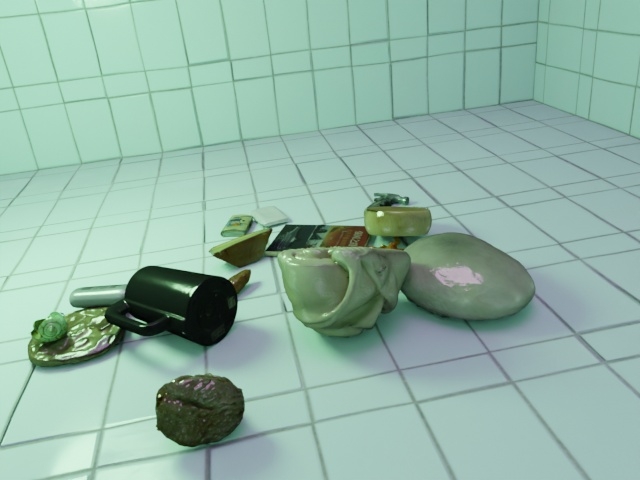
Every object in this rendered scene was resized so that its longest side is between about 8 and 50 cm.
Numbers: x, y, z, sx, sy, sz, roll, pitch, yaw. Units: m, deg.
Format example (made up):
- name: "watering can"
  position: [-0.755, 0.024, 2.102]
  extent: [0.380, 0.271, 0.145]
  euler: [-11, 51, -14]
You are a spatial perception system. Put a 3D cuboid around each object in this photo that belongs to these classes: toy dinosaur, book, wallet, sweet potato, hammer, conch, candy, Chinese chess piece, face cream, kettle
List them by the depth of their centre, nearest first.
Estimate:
- name: "conch"
  position: [-0.810, 0.255, 1.729]
  extent: [0.105, 0.079, 0.170]
  euler: [-14, 9, -20]
- name: "kettle"
  position: [-0.442, 0.206, 1.733]
  extent: [0.308, 0.203, 0.262]
  euler: [9, 54, 34]
- name: "candy"
  position: [0.440, 0.098, 1.763]
  extent: [0.386, 0.186, 0.427]
  euler: [-18, 32, -33]
- name: "face cream"
  position: [-0.666, 0.181, 1.924]
  extent: [0.291, 0.071, 0.144]
  euler: [-4, 3, 0]
- name: "sweet potato"
  position: [-0.297, 0.157, 1.938]
  extent: [0.068, 0.060, 0.206]
  euler: [-35, 2, 43]
- name: "toy dinosaur"
  position: [0.244, 0.040, 2.059]
  extent: [0.212, 0.057, 0.142]
  euler: [2, 28, 16]
- name: "Chinese chess piece"
  position: [0.288, -0.072, 2.165]
  extent: [0.250, 0.097, 0.251]
  euler: [-1, 7, 0]
- name: "book"
  position: [0.000, 0.000, 2.235]
  extent: [0.373, 0.028, 0.262]
  euler: [1, 25, 16]
- name: "wallet"
  position: [-0.346, -0.065, 2.431]
  extent: [0.110, 0.039, 0.155]
  euler: [-3, 26, 10]
- name: "hammer"
  position: [0.258, -0.150, 2.474]
  extent: [0.158, 0.041, 0.226]
  euler: [13, 31, 35]
- name: "wallet"
  position: [-0.222, -0.103, 2.496]
  extent: [0.124, 0.032, 0.183]
  euler: [-17, 25, -21]

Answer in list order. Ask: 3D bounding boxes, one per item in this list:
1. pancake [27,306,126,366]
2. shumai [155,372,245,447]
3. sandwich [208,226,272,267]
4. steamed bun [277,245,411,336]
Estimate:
- name: "pancake"
  position: [-0.730, 0.287, 1.766]
  extent: [0.294, 0.049, 0.294]
  euler: [-8, 27, 4]
- name: "shumai"
  position: [-0.288, 0.373, 1.369]
  extent: [0.205, 0.166, 0.175]
  euler: [13, 10, -19]
- name: "sandwich"
  position: [-0.287, 0.032, 2.153]
  extent: [0.258, 0.096, 0.094]
  euler: [-21, 23, -26]
- name: "steamed bun"
  position: [0.059, 0.147, 1.652]
  extent: [0.342, 0.255, 0.367]
  euler: [-7, -11, 41]
